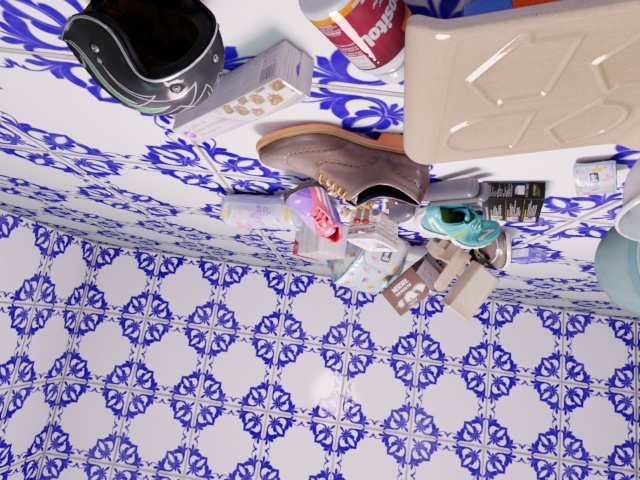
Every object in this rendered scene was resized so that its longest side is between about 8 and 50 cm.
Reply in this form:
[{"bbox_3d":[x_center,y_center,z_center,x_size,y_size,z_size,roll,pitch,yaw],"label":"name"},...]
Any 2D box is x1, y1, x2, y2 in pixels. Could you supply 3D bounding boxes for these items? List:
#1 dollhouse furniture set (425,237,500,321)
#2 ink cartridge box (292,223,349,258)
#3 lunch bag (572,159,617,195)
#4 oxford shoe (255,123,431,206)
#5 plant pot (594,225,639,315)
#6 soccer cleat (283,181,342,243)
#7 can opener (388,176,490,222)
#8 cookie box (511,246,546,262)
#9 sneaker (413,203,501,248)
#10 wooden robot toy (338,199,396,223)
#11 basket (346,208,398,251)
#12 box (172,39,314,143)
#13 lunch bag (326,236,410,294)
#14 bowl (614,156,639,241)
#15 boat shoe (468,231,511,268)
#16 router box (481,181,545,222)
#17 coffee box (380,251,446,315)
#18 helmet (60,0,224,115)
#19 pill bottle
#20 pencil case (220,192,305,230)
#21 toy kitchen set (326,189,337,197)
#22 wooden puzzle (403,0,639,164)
[{"bbox_3d":[0.423,0.110,1.493,0.303,0.174,0.355,35,-177,-25],"label":"dollhouse furniture set"},{"bbox_3d":[0.000,0.000,1.579,0.127,0.128,0.176,16,167,-33],"label":"ink cartridge box"},{"bbox_3d":[0.526,-0.122,0.810,0.071,0.053,0.083,-1,156,35],"label":"lunch bag"},{"bbox_3d":[0.037,-0.144,0.848,0.363,0.133,0.130,6,169,11],"label":"oxford shoe"},{"bbox_3d":[0.750,0.046,0.847,0.341,0.341,0.334,6,175,14],"label":"plant pot"},{"bbox_3d":[-0.004,-0.072,1.195,0.108,0.116,0.318,-29,162,9],"label":"soccer cleat"},{"bbox_3d":[0.273,-0.089,1.031,0.076,0.095,0.283,14,174,-30],"label":"can opener"},{"bbox_3d":[0.744,0.057,1.532,0.091,0.040,0.107,14,167,-24],"label":"cookie box"},{"bbox_3d":[0.387,-0.045,1.148,0.275,0.107,0.110,9,160,-22],"label":"sneaker"},{"bbox_3d":[0.125,-0.095,1.193,0.173,0.076,0.079,3,156,22],"label":"wooden robot toy"},{"bbox_3d":[0.174,-0.031,1.372,0.113,0.103,0.167,0,166,36],"label":"basket"},{"bbox_3d":[-0.143,-0.236,0.710,0.324,0.067,0.063,-5,162,45],"label":"box"},{"bbox_3d":[0.190,0.067,1.600,0.223,0.160,0.262,20,127,-34],"label":"lunch bag"},{"bbox_3d":[0.583,-0.103,0.598,0.297,0.134,0.298,3,160,1],"label":"bowl"},{"bbox_3d":[0.561,0.038,1.408,0.096,0.117,0.324,3,173,12],"label":"boat shoe"},{"bbox_3d":[0.461,-0.090,1.019,0.133,0.046,0.179,4,167,24],"label":"router box"},{"bbox_3d":[0.378,0.156,1.644,0.168,0.119,0.297,-45,168,29],"label":"coffee box"},{"bbox_3d":[-0.204,-0.236,0.519,0.169,0.169,0.161,-4,147,47],"label":"helmet"},{"bbox_3d":[0.053,-0.245,0.473,0.086,0.086,0.152,-1,166,39],"label":"pill bottle"},{"bbox_3d":[-0.176,-0.091,1.309,0.273,0.114,0.124,3,161,26],"label":"pencil case"},{"bbox_3d":[0.047,-0.145,0.997,0.083,0.068,0.075,16,166,-33],"label":"toy kitchen set"},{"bbox_3d":[0.278,-0.193,0.515,0.347,0.081,0.322,0,168,11],"label":"wooden puzzle"}]
